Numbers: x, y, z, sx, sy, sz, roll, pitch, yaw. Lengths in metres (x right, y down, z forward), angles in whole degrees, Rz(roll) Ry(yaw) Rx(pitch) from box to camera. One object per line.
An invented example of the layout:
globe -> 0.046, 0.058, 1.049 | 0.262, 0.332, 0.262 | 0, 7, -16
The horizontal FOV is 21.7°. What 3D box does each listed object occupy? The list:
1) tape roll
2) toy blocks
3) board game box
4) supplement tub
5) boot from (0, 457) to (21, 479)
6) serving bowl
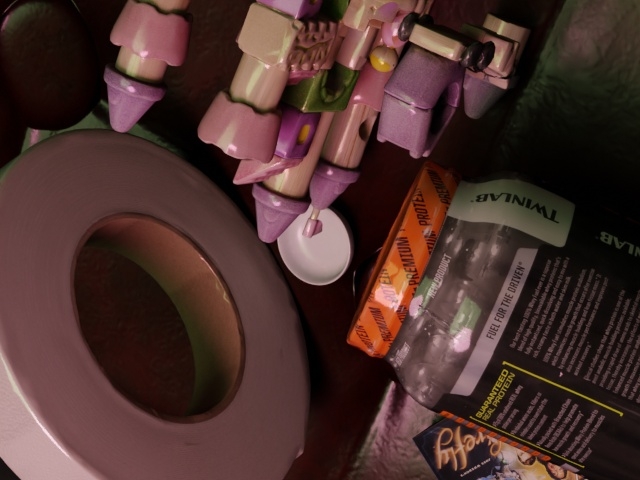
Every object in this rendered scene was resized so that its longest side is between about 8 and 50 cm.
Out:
tape roll -> -0.167, 0.083, 1.534 | 0.072, 0.392, 0.392 | -31, 86, 36
toy blocks -> -0.001, -0.104, 1.426 | 0.309, 0.288, 0.260 | 27, 105, 22
board game box -> 0.219, 0.192, 1.521 | 0.243, 0.042, 0.165 | -37, 82, 35
supplement tub -> 0.205, 0.076, 1.335 | 0.338, 0.207, 0.207 | 24, 118, -1
boot -> -0.367, 0.285, 1.754 | 0.445, 0.367, 0.146 | 22, 140, 27
serving bowl -> 0.000, 0.000, 1.620 | 0.083, 0.027, 0.083 | 10, 109, 32
